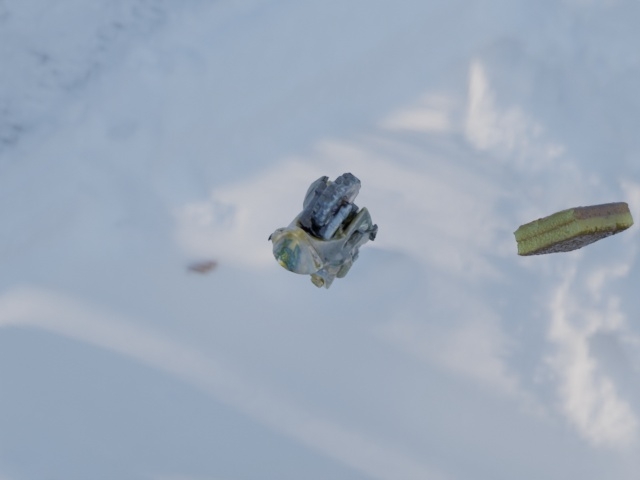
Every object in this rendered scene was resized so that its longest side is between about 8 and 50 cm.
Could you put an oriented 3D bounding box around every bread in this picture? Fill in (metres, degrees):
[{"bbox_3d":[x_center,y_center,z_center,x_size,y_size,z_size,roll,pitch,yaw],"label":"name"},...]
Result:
[{"bbox_3d":[0.265,-0.012,1.819,0.094,0.035,0.090,-6,168,-44],"label":"bread"}]

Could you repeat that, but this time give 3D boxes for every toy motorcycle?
[{"bbox_3d":[0.000,0.000,2.031,0.094,0.130,0.229,36,167,15],"label":"toy motorcycle"}]
